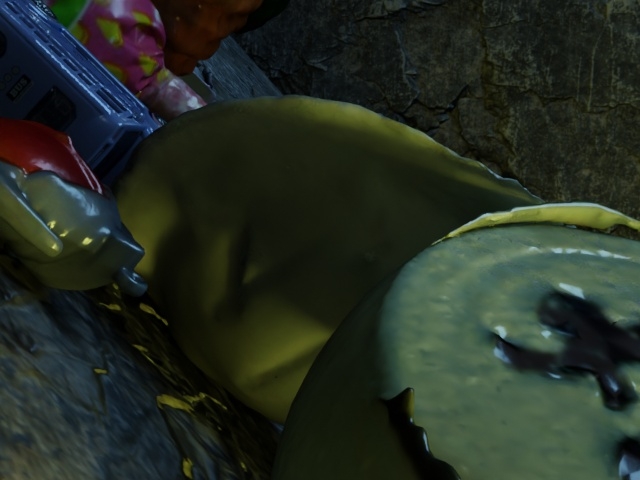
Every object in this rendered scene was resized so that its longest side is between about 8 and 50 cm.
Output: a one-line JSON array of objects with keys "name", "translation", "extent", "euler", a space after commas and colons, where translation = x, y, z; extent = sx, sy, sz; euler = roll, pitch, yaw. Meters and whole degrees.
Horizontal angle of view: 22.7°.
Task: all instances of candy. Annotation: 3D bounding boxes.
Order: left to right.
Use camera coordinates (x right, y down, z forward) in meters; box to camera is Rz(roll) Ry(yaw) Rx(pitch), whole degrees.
[{"name": "candy", "translation": [-0.083, -0.074, 1.120], "extent": [0.365, 0.124, 0.124], "euler": [38, 9, -29]}]

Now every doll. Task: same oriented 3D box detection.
[{"name": "doll", "translation": [-0.155, -0.037, 0.780], "extent": [0.194, 0.062, 0.104], "euler": [40, -13, 15]}]

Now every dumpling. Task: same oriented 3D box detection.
[{"name": "dumpling", "translation": [0.000, -0.003, 0.881], "extent": [0.227, 0.243, 0.175], "euler": [38, 22, -26]}]

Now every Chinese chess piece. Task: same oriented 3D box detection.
[{"name": "Chinese chess piece", "translation": [0.150, 0.134, 0.680], "extent": [0.349, 0.146, 0.349], "euler": [18, 31, -11]}]

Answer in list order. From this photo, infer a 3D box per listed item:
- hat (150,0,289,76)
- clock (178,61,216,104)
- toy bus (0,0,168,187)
[{"name": "hat", "translation": [-0.110, -0.282, 1.310], "extent": [0.285, 0.285, 0.400], "euler": [48, 27, 7]}, {"name": "clock", "translation": [-0.190, -0.192, 1.489], "extent": [0.192, 0.071, 0.147], "euler": [45, 6, -20]}, {"name": "toy bus", "translation": [-0.160, -0.080, 0.963], "extent": [0.167, 0.073, 0.076], "euler": [44, 9, 2]}]
